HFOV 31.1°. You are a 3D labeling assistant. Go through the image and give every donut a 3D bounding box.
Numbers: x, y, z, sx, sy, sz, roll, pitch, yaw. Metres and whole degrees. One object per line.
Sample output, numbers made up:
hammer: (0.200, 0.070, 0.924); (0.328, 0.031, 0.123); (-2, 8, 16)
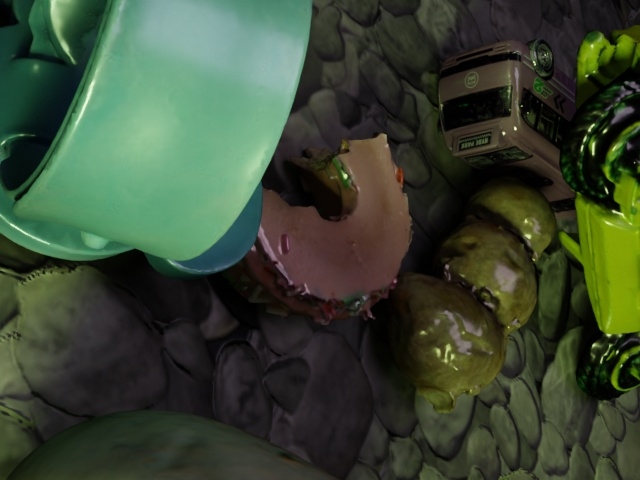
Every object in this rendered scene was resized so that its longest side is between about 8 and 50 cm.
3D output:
donut: (0.000, 0.000, 0.724); (0.166, 0.065, 0.117); (-26, 94, -46)

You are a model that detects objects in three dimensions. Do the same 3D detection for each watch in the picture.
watch: (-0.090, -0.086, 0.543); (0.211, 0.193, 0.211); (15, 61, -29)

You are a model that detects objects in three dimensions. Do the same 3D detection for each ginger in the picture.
ginger: (0.114, 0.028, 0.826); (0.104, 0.080, 0.204); (53, 46, -12)

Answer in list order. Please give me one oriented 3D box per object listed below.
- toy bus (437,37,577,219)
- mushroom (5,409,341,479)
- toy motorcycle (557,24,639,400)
toy bus: (0.173, -0.086, 0.925); (0.178, 0.086, 0.098); (28, 64, -41)
mushroom: (-0.051, 0.201, 0.504); (0.243, 0.243, 0.244); (18, 64, -43)
toy motorcycle: (0.276, -0.017, 0.875); (0.206, 0.142, 0.342); (-37, 138, -18)
